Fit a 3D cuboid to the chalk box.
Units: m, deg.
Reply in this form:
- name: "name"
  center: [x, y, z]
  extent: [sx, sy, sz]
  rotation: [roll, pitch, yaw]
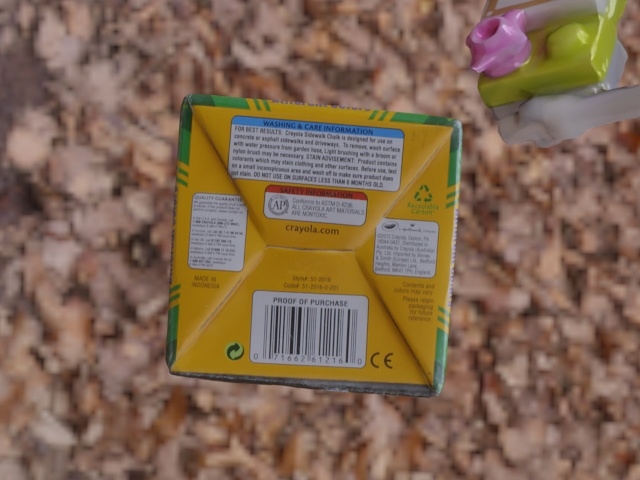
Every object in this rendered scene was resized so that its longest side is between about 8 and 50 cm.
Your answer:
- name: "chalk box"
  center: [0.000, 0.000, 1.321]
  extent: [0.289, 0.180, 0.179]
  rotation: [-59, 153, -88]

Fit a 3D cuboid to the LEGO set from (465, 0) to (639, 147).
- name: "LEGO set"
  center: [0.117, -0.055, 0.374]
  extent: [0.287, 0.107, 0.132]
  rotation: [-43, 115, -52]
